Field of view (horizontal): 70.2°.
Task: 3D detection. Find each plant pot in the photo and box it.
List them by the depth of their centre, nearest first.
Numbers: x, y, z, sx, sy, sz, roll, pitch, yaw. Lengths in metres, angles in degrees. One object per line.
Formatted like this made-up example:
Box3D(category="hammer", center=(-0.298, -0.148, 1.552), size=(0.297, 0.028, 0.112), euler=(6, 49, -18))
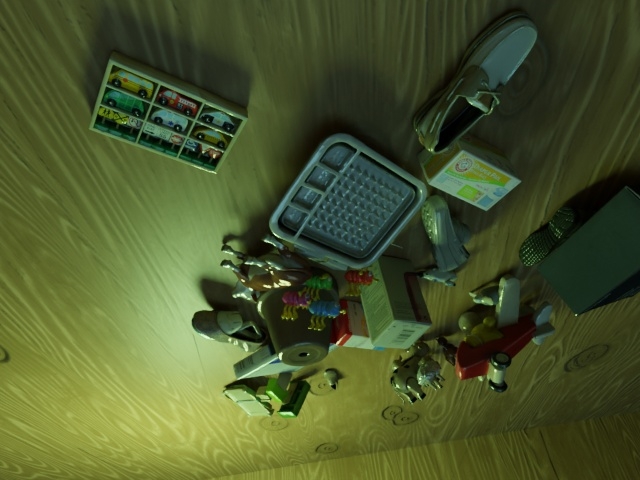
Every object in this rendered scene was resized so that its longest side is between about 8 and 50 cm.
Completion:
Box3D(category="plant pot", center=(-0.059, 0.246, 1.380), size=(0.263, 0.229, 0.263), euler=(-6, 140, -5))

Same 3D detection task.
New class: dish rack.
Box3D(category="dish rack", center=(0.065, -0.091, 1.093), size=(0.333, 0.072, 0.285), euler=(24, 113, -33))

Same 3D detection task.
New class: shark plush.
Box3D(category="shark plush", center=(0.360, 0.120, 1.446), size=(0.161, 0.073, 0.067), euler=(-8, 170, -8))

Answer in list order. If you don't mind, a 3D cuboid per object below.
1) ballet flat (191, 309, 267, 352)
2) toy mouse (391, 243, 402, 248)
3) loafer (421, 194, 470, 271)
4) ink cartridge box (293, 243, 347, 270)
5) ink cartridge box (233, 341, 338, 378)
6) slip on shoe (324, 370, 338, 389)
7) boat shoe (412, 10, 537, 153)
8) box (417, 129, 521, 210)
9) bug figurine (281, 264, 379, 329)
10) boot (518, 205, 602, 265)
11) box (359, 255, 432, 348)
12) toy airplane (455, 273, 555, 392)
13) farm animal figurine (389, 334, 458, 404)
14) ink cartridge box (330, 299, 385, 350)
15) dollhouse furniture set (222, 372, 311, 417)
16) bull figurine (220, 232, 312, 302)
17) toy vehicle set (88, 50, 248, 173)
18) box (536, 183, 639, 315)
Box3D(category="ballet flat", center=(-0.281, 0.282, 1.487), size=(0.106, 0.107, 0.316), euler=(-28, 146, 16))
Box3D(category="toy mouse", center=(0.131, 0.004, 1.284), size=(0.143, 0.031, 0.161), euler=(-29, 135, 21))
Box3D(category="loafer", center=(0.348, -0.024, 1.241), size=(0.111, 0.112, 0.319), euler=(-22, 146, 8))
Box3D(category="ink cartridge box", center=(0.000, 0.000, 1.192), size=(0.181, 0.104, 0.061), euler=(26, 165, -34))
Box3D(category="ink cartridge box", center=(-0.105, 0.412, 1.664), size=(0.303, 0.072, 0.307), euler=(-36, 155, 28))
Box3D(category="slip on shoe", center=(0.048, 0.598, 1.949), size=(0.051, 0.041, 0.135), euler=(-11, 140, 3))
Box3D(category="boat shoe", center=(0.314, -0.298, 0.911), size=(0.113, 0.103, 0.302), euler=(16, 133, -27))
Box3D(category="box", center=(0.347, -0.169, 1.067), size=(0.203, 0.103, 0.114), euler=(18, 133, -28))
Box3D(category="bug figurine", center=(0.017, 0.135, 1.191), size=(0.216, 0.279, 0.072), euler=(-4, 107, 33))
Box3D(category="boot", center=(0.725, -0.004, 1.351), size=(0.161, 0.083, 0.246), euler=(4, 140, -23))
Box3D(category="box", center=(0.214, 0.182, 1.350), size=(0.127, 0.232, 0.148), euler=(10, 136, -21))
Box3D(category="toy airplane", center=(0.627, 0.322, 1.609), size=(0.384, 0.272, 0.386), euler=(24, 94, -46))
Box3D(category="farm animal figurine", center=(0.371, 0.493, 1.780), size=(0.327, 0.172, 0.330), euler=(-28, 163, -50))
Box3D(category="ink cartridge box", center=(0.119, 0.281, 1.524), size=(0.231, 0.134, 0.078), euler=(12, 136, -24))
Box3D(category="dollhouse furniture set", center=(-0.230, 0.627, 1.917), size=(0.301, 0.151, 0.197), euler=(-18, 121, 36))
Box3D(category="bull figurine", center=(-0.164, 0.081, 1.228), size=(0.310, 0.101, 0.188), euler=(-17, 137, 40))
Box3D(category="toy vehicle set", center=(-0.302, -0.244, 0.914), size=(0.267, 0.035, 0.166), euler=(17, 133, -27))
Box3D(category="box", center=(0.852, 0.018, 1.256), size=(0.312, 0.179, 0.343), euler=(-8, 143, -32))
